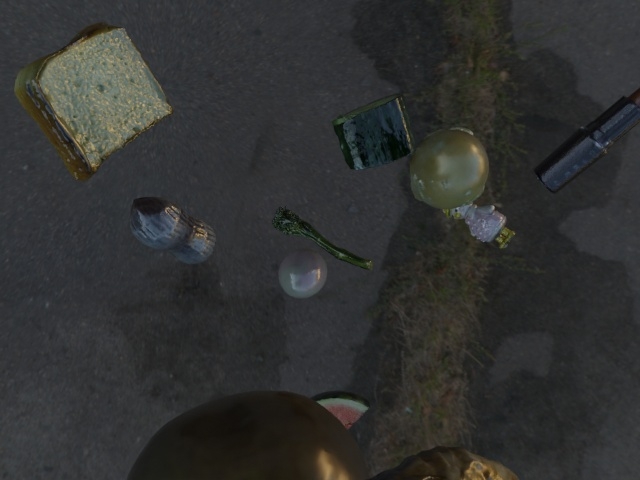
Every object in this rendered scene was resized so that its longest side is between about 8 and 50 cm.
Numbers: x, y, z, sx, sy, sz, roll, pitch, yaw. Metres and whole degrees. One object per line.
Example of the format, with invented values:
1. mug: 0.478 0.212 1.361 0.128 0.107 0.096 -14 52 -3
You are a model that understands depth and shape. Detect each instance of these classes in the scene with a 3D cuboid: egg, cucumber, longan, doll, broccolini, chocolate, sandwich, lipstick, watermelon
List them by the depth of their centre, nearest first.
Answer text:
1. chocolate: -0.209 -0.013 0.972 0.072 0.072 0.167 -48 150 1
2. longan: -0.106 0.385 0.990 0.361 0.361 0.361 -3 103 -13
3. sandwich: -0.428 -0.271 1.295 0.251 0.087 0.226 -53 127 -39
4. broccolini: 0.000 0.000 1.296 0.051 0.239 0.054 -45 147 -24
5. egg: 0.262 -0.146 1.397 0.164 0.201 0.164 1 70 -2
6. lipstick: 0.586 -0.219 1.444 0.081 0.081 0.300 39 112 -18
7. egg: -0.038 0.070 1.457 0.103 0.135 0.103 5 110 12
8. cucumber: 0.120 -0.253 1.545 0.191 0.191 0.130 -18 110 -9
9. doll: 0.379 -0.057 1.666 0.207 0.129 0.081 34 61 11
10. watermelon: 0.047 0.424 1.743 0.193 0.137 0.145 16 119 -47

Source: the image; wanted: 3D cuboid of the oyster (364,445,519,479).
1. oyster: 0.031 0.233 0.487 0.341 0.166 0.110 -22 79 -29
